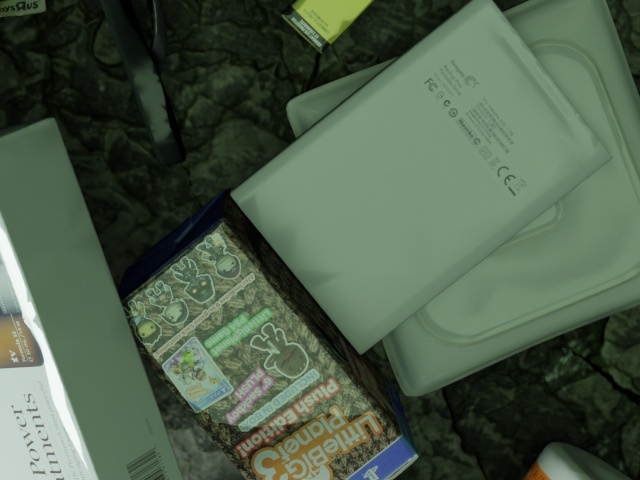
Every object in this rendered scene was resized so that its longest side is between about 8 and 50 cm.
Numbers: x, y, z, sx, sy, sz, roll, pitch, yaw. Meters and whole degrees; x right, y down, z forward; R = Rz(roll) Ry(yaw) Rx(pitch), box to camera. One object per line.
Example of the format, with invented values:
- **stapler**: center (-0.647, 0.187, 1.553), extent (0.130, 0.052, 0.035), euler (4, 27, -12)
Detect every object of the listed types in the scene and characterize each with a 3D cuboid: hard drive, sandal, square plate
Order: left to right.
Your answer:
- **sandal**: center (-0.172, -0.200, 1.570), extent (0.054, 0.097, 0.254), euler (-17, 110, 2)
- **hard drive**: center (0.100, -0.066, 1.573), extent (0.319, 0.040, 0.210), euler (-38, 98, 4)
- **square plate**: center (0.186, -0.048, 1.625), extent (0.347, 0.049, 0.344), euler (-23, 100, 2)

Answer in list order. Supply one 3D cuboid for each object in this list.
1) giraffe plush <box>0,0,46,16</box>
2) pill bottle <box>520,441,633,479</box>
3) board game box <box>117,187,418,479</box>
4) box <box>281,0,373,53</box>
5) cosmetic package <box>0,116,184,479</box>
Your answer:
- **giraffe plush**: center (-0.380, -0.230, 1.487), extent (0.210, 0.170, 0.181), euler (-25, 72, -2)
- **pill bottle**: center (0.215, 0.423, 1.616), extent (0.224, 0.224, 0.392), euler (34, 96, -7)
- **board game box**: center (-0.056, 0.115, 1.551), extent (0.141, 0.232, 0.291), euler (-38, 99, 4)
- **box**: center (0.060, -0.287, 1.562), extent (0.058, 0.087, 0.232), euler (44, 96, -8)
- **cosmetic package**: center (-0.299, 0.092, 1.466), extent (0.097, 0.284, 0.377), euler (-29, 106, -41)
